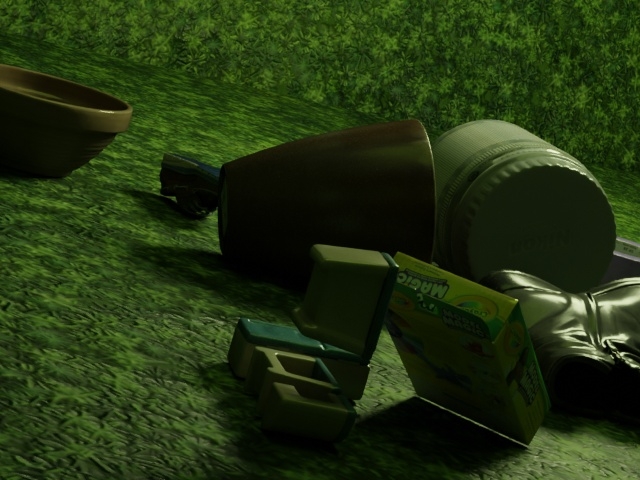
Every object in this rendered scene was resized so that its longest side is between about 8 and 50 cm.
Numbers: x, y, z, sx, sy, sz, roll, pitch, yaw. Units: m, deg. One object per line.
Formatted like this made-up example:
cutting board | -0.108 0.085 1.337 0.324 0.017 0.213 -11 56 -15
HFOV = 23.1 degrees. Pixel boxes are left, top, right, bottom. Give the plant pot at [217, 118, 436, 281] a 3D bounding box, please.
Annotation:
plant pot | -0.001 -0.037 1.842 0.230 0.215 0.215 0 14 -10

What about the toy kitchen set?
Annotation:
toy kitchen set | 0.015 0.071 1.345 0.122 0.166 0.207 13 12 -17

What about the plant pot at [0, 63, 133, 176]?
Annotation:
plant pot | -0.372 -0.151 2.042 0.237 0.109 0.237 16 10 -3

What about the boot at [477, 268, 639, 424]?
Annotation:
boot | 0.342 0.134 1.733 0.338 0.118 0.223 2 23 -28

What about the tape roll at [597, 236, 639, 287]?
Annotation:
tape roll | 0.430 0.045 2.314 0.189 0.080 0.189 15 10 -3

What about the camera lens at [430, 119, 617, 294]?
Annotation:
camera lens | 0.245 -0.033 2.057 0.219 0.219 0.274 13 11 -15

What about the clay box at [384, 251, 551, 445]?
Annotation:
clay box | 0.126 0.091 1.401 0.127 0.053 0.222 22 -25 29

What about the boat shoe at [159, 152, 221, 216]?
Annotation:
boat shoe | -0.152 -0.065 2.042 0.066 0.066 0.183 12 6 -33
